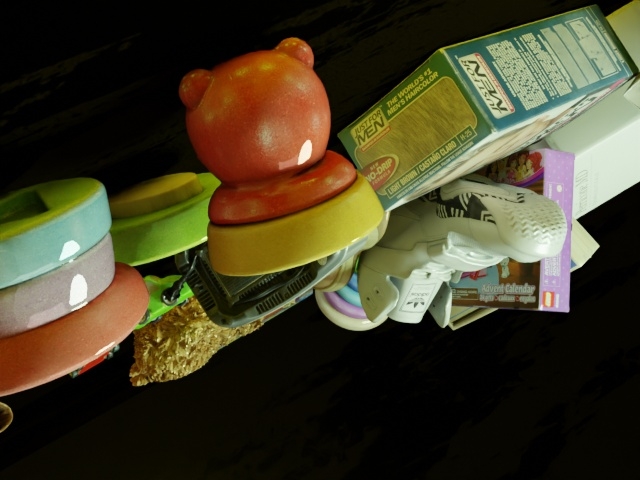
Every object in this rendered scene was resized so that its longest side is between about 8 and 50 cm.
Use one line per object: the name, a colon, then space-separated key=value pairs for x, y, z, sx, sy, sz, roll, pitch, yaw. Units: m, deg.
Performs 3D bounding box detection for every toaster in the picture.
toaster: x=-0.052 y=0.006 z=1.153 sx=0.227 sy=0.129 sz=0.146 roll=-35 pitch=175 yaw=22

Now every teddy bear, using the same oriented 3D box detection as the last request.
teddy bear: x=-0.156 y=0.090 z=1.499 sx=0.245 sy=0.113 sz=0.338 roll=-11 pitch=-168 yaw=46

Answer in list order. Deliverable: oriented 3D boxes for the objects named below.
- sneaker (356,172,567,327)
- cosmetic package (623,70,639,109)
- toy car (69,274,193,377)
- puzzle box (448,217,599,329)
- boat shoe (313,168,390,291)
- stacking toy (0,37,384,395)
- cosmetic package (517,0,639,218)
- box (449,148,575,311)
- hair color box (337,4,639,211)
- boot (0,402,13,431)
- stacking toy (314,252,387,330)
sneaker: x=0.162 y=0.021 z=1.312 sx=0.137 sy=0.210 sz=0.366 roll=6 pitch=-169 yaw=-28
cosmetic package: x=0.508 y=-0.272 z=1.234 sx=0.309 sy=0.113 sz=0.160 roll=-51 pitch=180 yaw=-19
toy car: x=-0.253 y=0.099 z=1.281 sx=0.225 sy=0.053 sz=0.239 roll=-32 pitch=175 yaw=4
puzzle box: x=0.222 y=-0.015 z=1.640 sx=0.052 sy=0.272 sz=0.409 roll=-43 pitch=179 yaw=-26
boat shoe: x=0.001 y=-0.021 z=1.371 sx=0.110 sy=0.122 sz=0.341 roll=9 pitch=159 yaw=-10
stacking toy: x=-0.149 y=-0.031 z=0.710 sx=0.309 sy=0.130 sz=0.279 roll=-25 pitch=-162 yaw=-26
cosmetic package: x=0.492 y=-0.234 z=1.469 sx=0.453 sy=0.161 sz=0.230 roll=-31 pitch=156 yaw=1
box: x=0.213 y=-0.009 z=1.410 sx=0.057 sy=0.201 sz=0.293 roll=6 pitch=175 yaw=-33
hair color box: x=0.198 y=-0.155 z=1.179 sx=0.347 sy=0.105 sz=0.174 roll=-24 pitch=171 yaw=-46
boot: x=-0.488 y=0.264 z=1.343 sx=0.220 sy=0.109 sz=0.283 roll=-36 pitch=166 yaw=6
stacking toy: x=0.090 y=0.018 z=1.683 sx=0.141 sy=0.141 sz=0.330 roll=-28 pitch=161 yaw=-26
